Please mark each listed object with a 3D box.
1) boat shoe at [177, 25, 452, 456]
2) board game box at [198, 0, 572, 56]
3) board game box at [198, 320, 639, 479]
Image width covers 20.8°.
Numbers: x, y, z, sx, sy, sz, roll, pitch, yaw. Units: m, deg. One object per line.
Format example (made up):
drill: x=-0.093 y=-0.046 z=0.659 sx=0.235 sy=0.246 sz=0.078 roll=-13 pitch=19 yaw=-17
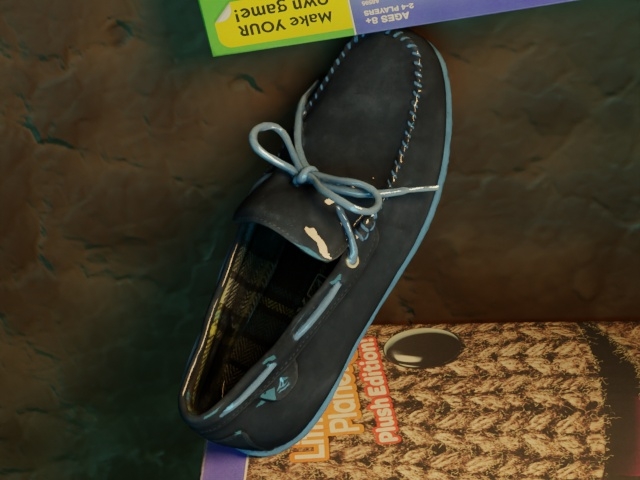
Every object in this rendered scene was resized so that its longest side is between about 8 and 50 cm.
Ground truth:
boat shoe: x=0.000 y=0.000 z=0.971 sx=0.109 sy=0.089 sz=0.258 roll=17 pitch=90 yaw=35
board game box: x=0.075 y=-0.222 z=0.914 sx=0.317 sy=0.046 sz=0.213 roll=-8 pitch=121 yaw=8
board game box: x=0.078 y=0.170 z=1.057 sx=0.291 sy=0.232 sz=0.141 roll=-1 pitch=122 yaw=3
